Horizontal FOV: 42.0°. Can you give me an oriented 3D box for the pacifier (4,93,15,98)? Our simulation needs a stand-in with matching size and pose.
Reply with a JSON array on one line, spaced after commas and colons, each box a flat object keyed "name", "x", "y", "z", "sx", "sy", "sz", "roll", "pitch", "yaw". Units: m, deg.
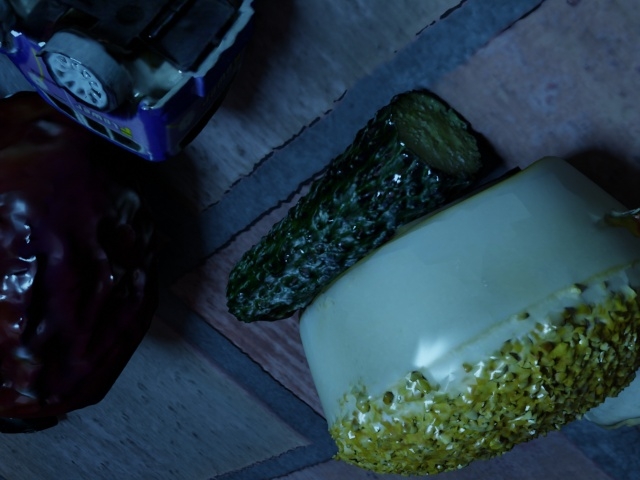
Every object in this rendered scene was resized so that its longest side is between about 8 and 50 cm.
[{"name": "pacifier", "x": -0.338, "y": -0.132, "z": 0.862, "sx": 0.078, "sy": 0.081, "sz": 0.099, "roll": -21, "pitch": 136, "yaw": 3}]

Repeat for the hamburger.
[{"name": "hamburger", "x": 0.128, "y": 0.069, "z": 0.631, "sx": 0.179, "sy": 0.294, "sz": 0.276, "roll": 57, "pitch": 156, "yaw": 14}]

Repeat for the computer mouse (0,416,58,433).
[{"name": "computer mouse", "x": -0.527, "y": 0.247, "z": 1.317, "sx": 0.242, "sy": 0.077, "sz": 0.146, "roll": 23, "pitch": 136, "yaw": 7}]

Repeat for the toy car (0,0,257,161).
[{"name": "toy car", "x": -0.172, "y": -0.170, "z": 0.658, "sx": 0.235, "sy": 0.172, "sz": 0.158, "roll": 28, "pitch": 153, "yaw": 8}]

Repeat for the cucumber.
[{"name": "cucumber", "x": 0.000, "y": 0.000, "z": 0.773, "sx": 0.096, "sy": 0.096, "sz": 0.359, "roll": 38, "pitch": 137, "yaw": -10}]

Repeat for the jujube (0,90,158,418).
[{"name": "jujube", "x": -0.285, "y": 0.027, "z": 0.829, "sx": 0.259, "sy": 0.258, "sz": 0.376, "roll": 18, "pitch": 140, "yaw": 13}]

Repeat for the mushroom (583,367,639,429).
[{"name": "mushroom", "x": 0.335, "y": 0.073, "z": 0.664, "sx": 0.123, "sy": 0.095, "sz": 0.351, "roll": 24, "pitch": 143, "yaw": -20}]
